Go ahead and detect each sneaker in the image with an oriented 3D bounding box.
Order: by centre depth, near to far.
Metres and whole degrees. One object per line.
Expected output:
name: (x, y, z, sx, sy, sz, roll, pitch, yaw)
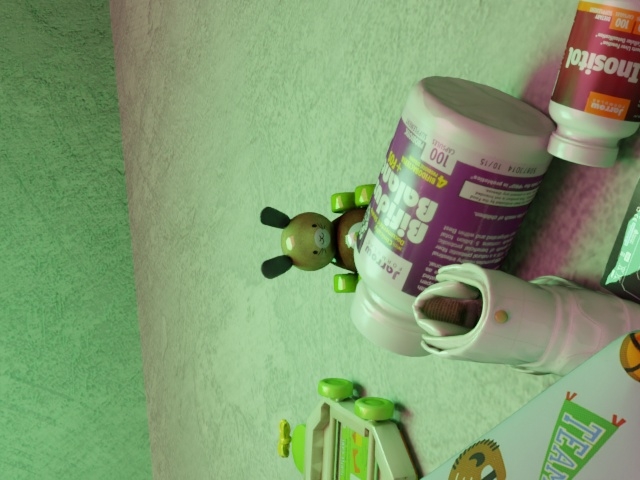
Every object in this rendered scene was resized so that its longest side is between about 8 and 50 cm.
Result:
sneaker: (0.167, 0.068, 0.715, 0.292, 0.169, 0.108, 139, 145, -82)

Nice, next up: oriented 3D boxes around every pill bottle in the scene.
pill bottle: (0.266, -0.149, 0.696, 0.086, 0.086, 0.152, 42, 126, 55)
pill bottle: (0.135, -0.019, 0.854, 0.169, 0.169, 0.302, 56, 136, 48)

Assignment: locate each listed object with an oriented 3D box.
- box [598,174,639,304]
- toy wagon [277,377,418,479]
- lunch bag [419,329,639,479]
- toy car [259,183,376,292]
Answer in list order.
box: (0.338, -0.026, 0.585, 0.183, 0.056, 0.231, 43, 127, 54)
toy wagon: (0.031, 0.353, 1.155, 0.344, 0.068, 0.267, 11, 99, 63)
lunch bag: (0.217, 0.294, 0.457, 0.328, 0.239, 0.385, -41, 51, 20)
toy car: (0.000, 0.000, 1.091, 0.149, 0.188, 0.155, -12, 79, 62)
